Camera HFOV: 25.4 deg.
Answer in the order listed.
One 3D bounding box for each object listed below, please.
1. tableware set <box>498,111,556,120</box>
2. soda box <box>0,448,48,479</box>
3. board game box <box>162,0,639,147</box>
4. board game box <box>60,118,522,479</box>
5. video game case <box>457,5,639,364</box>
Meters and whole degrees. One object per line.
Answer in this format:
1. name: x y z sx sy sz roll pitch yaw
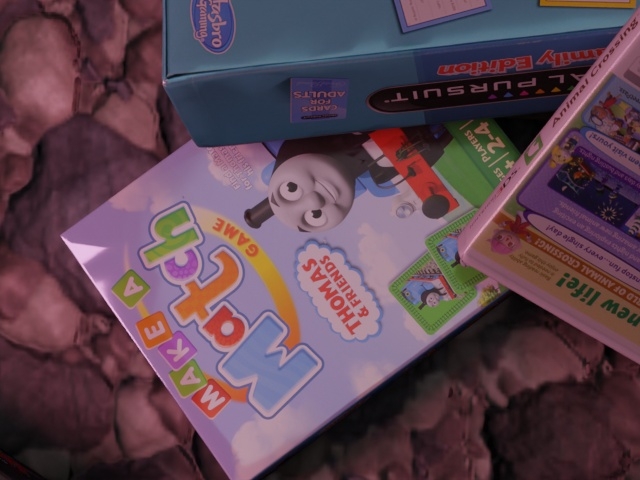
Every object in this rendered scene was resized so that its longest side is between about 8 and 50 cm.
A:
1. tableware set: 0.183 -0.123 0.715 0.194 0.039 0.128 4 83 7
2. soda box: -0.179 0.131 0.713 0.169 0.053 0.060 32 87 10
3. board game box: 0.093 -0.189 0.687 0.336 0.079 0.253 -5 70 6
4. board game box: 0.000 0.000 0.718 0.211 0.039 0.160 -37 80 1
5. video game case: 0.201 -0.015 0.626 0.212 0.023 0.193 30 117 -13
